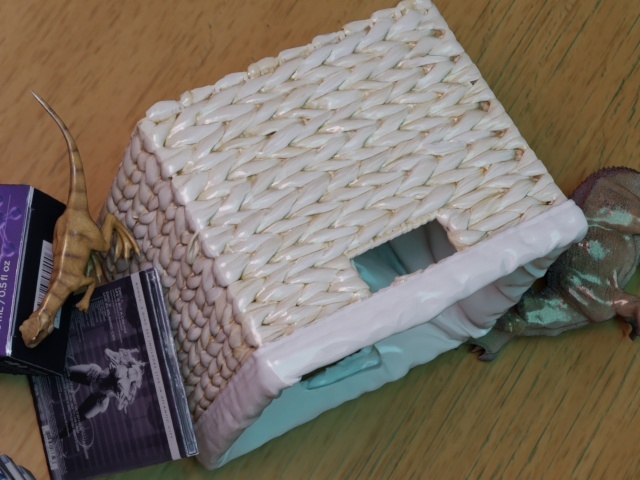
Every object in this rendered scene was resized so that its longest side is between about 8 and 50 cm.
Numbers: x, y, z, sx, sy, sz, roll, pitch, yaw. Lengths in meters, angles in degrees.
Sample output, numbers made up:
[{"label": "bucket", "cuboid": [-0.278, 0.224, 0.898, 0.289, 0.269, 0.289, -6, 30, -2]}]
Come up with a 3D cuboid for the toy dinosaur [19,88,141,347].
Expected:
[{"label": "toy dinosaur", "cuboid": [-0.204, -0.011, 1.584, 0.064, 0.112, 0.211, 0, 76, 24]}]

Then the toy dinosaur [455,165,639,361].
[{"label": "toy dinosaur", "cuboid": [0.270, 0.005, 1.903, 0.200, 0.127, 0.295, 32, 66, -4]}]

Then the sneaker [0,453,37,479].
[{"label": "sneaker", "cuboid": [-0.349, 0.239, 1.600, 0.182, 0.127, 0.315, -43, 131, -6]}]

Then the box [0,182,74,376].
[{"label": "box", "cuboid": [-0.328, 0.034, 1.644, 0.207, 0.108, 0.153, 1, 77, 19]}]

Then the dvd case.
[{"label": "dvd case", "cuboid": [-0.193, 0.126, 1.670, 0.018, 0.221, 0.164, -9, 83, -41]}]

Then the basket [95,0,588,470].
[{"label": "basket", "cuboid": [0.000, 0.000, 1.693, 0.328, 0.331, 0.266, -25, 77, -22]}]
